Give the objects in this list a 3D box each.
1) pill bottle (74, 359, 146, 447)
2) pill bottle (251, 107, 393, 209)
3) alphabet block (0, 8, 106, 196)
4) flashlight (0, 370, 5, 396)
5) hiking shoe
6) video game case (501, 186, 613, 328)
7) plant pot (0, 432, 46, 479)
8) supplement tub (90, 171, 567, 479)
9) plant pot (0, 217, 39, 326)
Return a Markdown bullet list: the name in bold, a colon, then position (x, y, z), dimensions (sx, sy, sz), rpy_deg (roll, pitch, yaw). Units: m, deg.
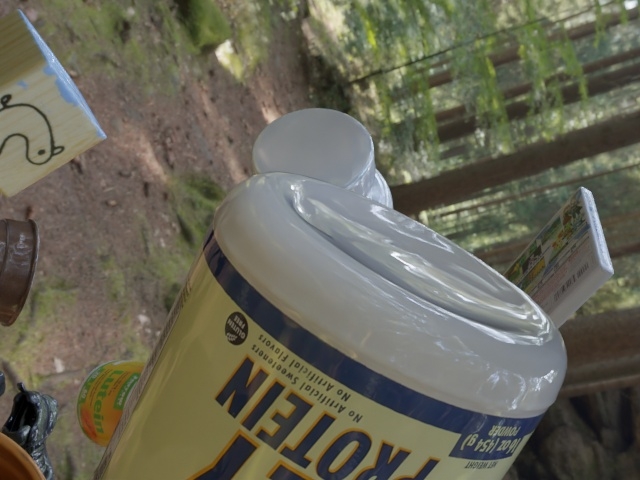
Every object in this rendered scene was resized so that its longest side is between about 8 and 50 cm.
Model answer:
- **pill bottle**: position (-0.245, 0.248, 1.039), dimensions (0.136, 0.246, 0.136), rpy_deg (6, 82, -42)
- **pill bottle**: position (0.000, 0.000, 0.868), dimensions (0.318, 0.176, 0.176), rpy_deg (84, 4, -53)
- **alphabet block**: position (-0.513, -0.228, 1.189), dimensions (0.193, 0.197, 0.192), rpy_deg (51, -8, 37)
- **flashlight**: position (-0.300, 0.147, 0.341), dimensions (0.304, 0.103, 0.103), rpy_deg (-42, 124, -56)
- **hiking shoe**: position (-0.502, 0.356, 1.185), dimensions (0.114, 0.086, 0.226), rpy_deg (70, 10, -60)
- **video game case**: position (0.459, 0.085, 1.465), dimensions (0.036, 0.329, 0.300), rpy_deg (28, 34, -7)
- **plant pot**: position (-0.417, 0.361, 0.761), dimensions (0.203, 0.291, 0.290), rpy_deg (104, -14, -56)
- **supplement tub**: position (-0.016, 0.144, 0.479), dimensions (0.235, 0.324, 0.235), rpy_deg (25, 15, -7)
- **plant pot**: position (-0.520, 0.030, 1.033), dimensions (0.165, 0.167, 0.167), rpy_deg (17, 55, -36)
